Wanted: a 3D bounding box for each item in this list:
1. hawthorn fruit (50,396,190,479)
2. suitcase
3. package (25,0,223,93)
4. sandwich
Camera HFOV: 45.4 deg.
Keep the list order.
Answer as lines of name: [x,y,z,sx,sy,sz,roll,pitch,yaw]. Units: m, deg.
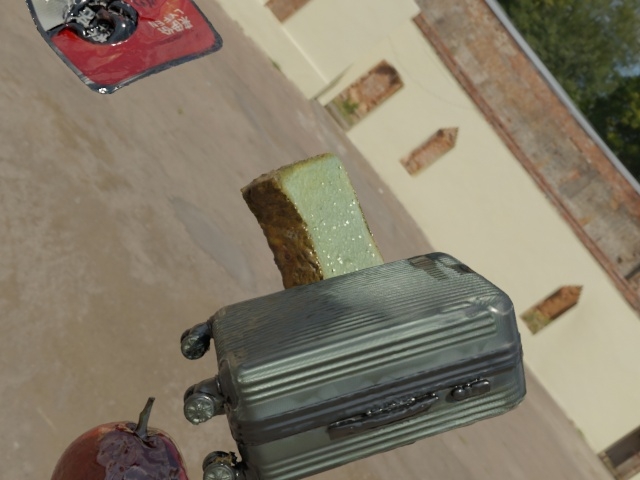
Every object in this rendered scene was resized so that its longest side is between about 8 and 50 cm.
hawthorn fruit: [-0.319,0.379,1.244,0.230,0.266,0.210,12,-1,-31]
suitcase: [0.027,0.114,0.737,0.202,0.312,0.128,-128,-155,-73]
package: [-0.239,-0.277,0.787,0.194,0.071,0.269,-40,96,-36]
sandwich: [0.000,0.000,0.994,0.186,0.065,0.214,-28,98,-57]
